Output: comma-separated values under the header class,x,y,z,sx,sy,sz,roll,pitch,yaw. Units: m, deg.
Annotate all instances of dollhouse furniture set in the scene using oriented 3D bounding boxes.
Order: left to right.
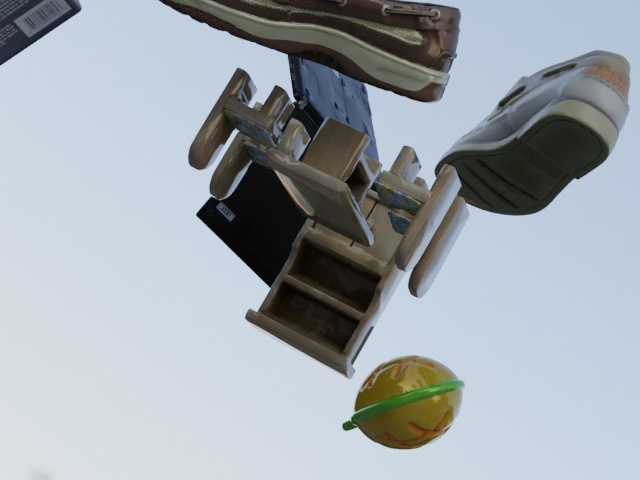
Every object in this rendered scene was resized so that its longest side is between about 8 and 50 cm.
class,x,y,z,sx,sy,sz,roll,pitch,yaw
dollhouse furniture set,0.000,0.000,1.492,0.212,0.161,0.242,27,-12,19

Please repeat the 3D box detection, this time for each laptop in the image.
class,x,y,z,sx,sy,sz,roll,pitch,yaw
laptop,-0.035,-0.104,1.869,0.137,0.264,0.234,-19,-34,16

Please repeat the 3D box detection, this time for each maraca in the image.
class,x,y,z,sx,sy,sz,roll,pitch,yaw
maraca,0.088,0.179,1.863,0.185,0.127,0.099,135,-58,-70

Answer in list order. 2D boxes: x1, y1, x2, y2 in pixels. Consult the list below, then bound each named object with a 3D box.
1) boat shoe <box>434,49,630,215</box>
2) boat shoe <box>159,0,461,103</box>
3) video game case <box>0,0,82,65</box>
class,x,y,z,sx,sy,sz,roll,pitch,yaw
boat shoe,0.227,-0.109,1.785,0.113,0.103,0.302,37,-24,-15
boat shoe,-0.009,-0.197,1.387,0.257,0.095,0.095,19,11,-6
video game case,-0.353,-0.229,1.421,0.274,0.196,0.026,50,11,-44
